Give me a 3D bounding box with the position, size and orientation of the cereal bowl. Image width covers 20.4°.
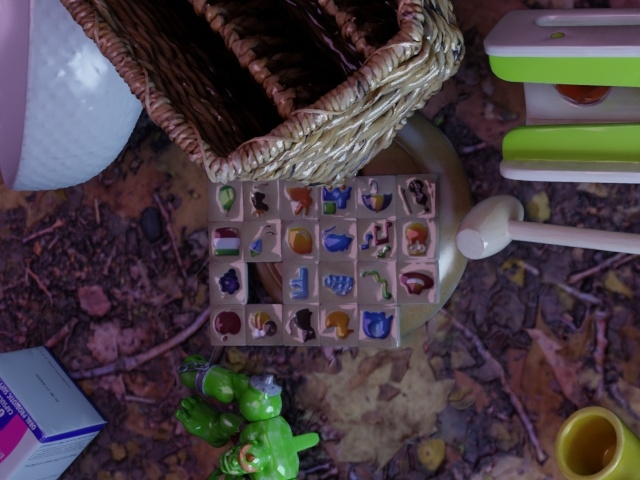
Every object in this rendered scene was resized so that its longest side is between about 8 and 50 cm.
[{"bbox_3d":[-0.223,-0.215,1.659,0.141,0.339,0.339,0,90,-15],"label":"cereal bowl"}]

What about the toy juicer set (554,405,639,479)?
[{"bbox_3d":[0.353,0.151,1.433,0.329,0.089,0.209,-40,48,19],"label":"toy juicer set"}]

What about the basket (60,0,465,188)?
[{"bbox_3d":[-0.050,-0.208,1.378,0.213,0.223,0.299,-44,72,19],"label":"basket"}]

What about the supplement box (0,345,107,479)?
[{"bbox_3d":[-0.341,0.223,1.799,0.111,0.114,0.220,48,111,17],"label":"supplement box"}]

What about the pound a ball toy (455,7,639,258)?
[{"bbox_3d":[0.271,-0.094,1.505,0.319,0.136,0.208,2,117,26],"label":"pound a ball toy"}]

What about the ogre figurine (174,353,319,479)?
[{"bbox_3d":[-0.070,0.200,1.680,0.118,0.096,0.197,-18,67,43],"label":"ogre figurine"}]

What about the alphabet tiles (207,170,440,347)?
[{"bbox_3d":[0.000,0.000,1.651,0.237,0.009,0.198,-1,90,26],"label":"alphabet tiles"}]

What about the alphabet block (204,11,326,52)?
[{"bbox_3d":[-0.022,-0.250,1.593,0.192,0.193,0.197,9,94,24],"label":"alphabet block"}]

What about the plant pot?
[{"bbox_3d":[0.029,-0.020,1.659,0.236,0.032,0.236,0,91,25],"label":"plant pot"}]
